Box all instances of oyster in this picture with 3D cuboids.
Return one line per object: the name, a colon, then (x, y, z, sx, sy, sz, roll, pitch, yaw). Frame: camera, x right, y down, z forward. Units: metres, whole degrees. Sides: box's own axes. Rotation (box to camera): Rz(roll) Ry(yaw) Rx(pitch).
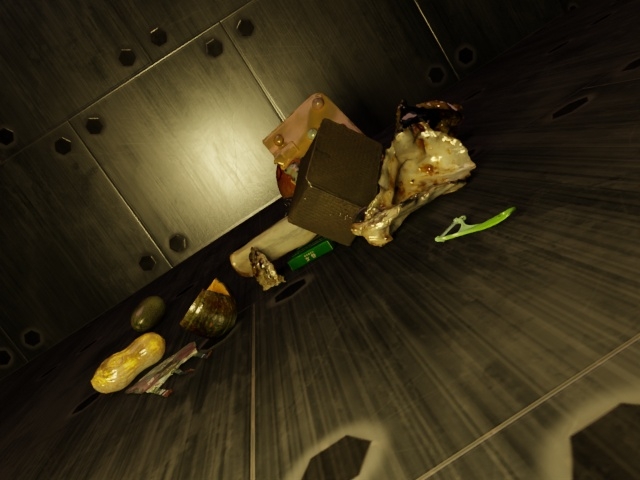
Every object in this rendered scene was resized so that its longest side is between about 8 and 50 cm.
oyster: (-0.144, 0.080, 1.540, 0.056, 0.105, 0.177, -28, 32, -23)
oyster: (0.206, -0.116, 1.329, 0.337, 0.197, 0.133, -50, -27, -27)

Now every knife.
knife: (0.272, -0.031, 1.023, 0.078, 0.023, 0.166, -47, 15, -28)

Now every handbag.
handbag: (0.013, -0.267, 1.917, 0.283, 0.401, 0.133, -39, -29, 4)

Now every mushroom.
mushroom: (-0.109, -0.004, 1.621, 0.351, 0.095, 0.122, -35, -16, 30)

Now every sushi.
sushi: (0.331, -0.353, 1.884, 0.213, 0.204, 0.200, 104, 177, -48)

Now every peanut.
peanut: (-0.487, 0.313, 1.526, 0.206, 0.087, 0.087, -37, 11, -30)

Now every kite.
kite: (-0.337, 0.295, 1.347, 0.204, 0.022, 0.360, -38, 8, -24)

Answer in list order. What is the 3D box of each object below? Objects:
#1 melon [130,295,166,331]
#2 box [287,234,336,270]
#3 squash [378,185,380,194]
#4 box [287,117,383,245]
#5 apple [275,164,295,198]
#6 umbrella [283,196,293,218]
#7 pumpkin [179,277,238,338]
melon: (-0.595, 0.254, 2.061, 0.099, 0.099, 0.162, -27, 15, 28)
box: (0.000, 0.000, 1.639, 0.132, 0.034, 0.235, -30, 11, 22)
squash: (0.159, -0.106, 1.527, 0.082, 0.082, 0.292, -33, 11, -1)
box: (0.037, -0.148, 1.484, 0.273, 0.184, 0.143, -79, 17, -44)
apple: (-0.031, -0.230, 2.159, 0.309, 0.277, 0.250, -74, 9, -82)
umbrella: (-0.074, -0.065, 1.916, 0.110, 0.122, 0.272, -53, 15, 13)
pumpkin: (-0.247, 0.168, 1.405, 0.119, 0.107, 0.183, -62, 3, 14)
